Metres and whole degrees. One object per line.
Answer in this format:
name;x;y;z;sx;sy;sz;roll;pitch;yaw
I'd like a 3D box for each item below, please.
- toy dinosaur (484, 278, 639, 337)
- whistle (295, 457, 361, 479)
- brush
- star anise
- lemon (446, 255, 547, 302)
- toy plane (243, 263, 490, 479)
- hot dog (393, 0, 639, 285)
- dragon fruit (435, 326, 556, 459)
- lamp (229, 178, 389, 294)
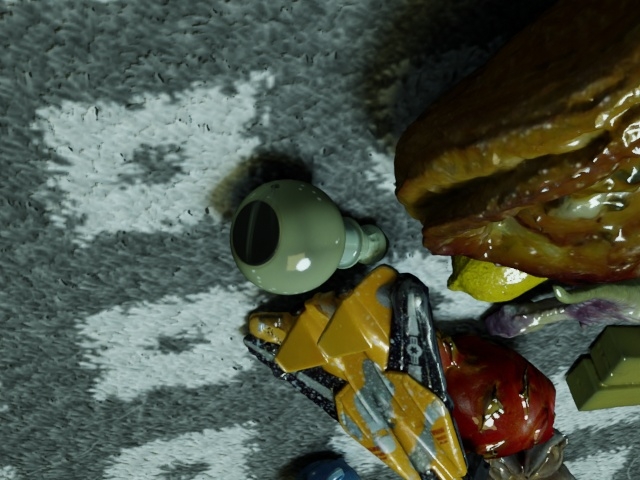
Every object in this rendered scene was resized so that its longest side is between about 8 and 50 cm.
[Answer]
toy dinosaur;0.261;0.056;1.099;0.199;0.072;0.251;-9;-179;-12
whistle;0.007;0.296;1.361;0.090;0.090;0.158;-6;144;-14
brush;0.397;0.139;1.341;0.233;0.047;0.103;0;141;-24
star anise;0.218;0.274;1.440;0.171;0.063;0.208;-18;148;8
lemon;0.157;0.012;1.046;0.110;0.082;0.082;-24;144;10
toy plane;0.087;0.162;1.098;0.204;0.103;0.316;-22;120;37
hot dog;0.227;-0.093;0.853;0.387;0.174;0.267;-38;141;26
dragon fruit;0.139;0.132;1.178;0.125;0.125;0.246;-41;130;4
lamp;0.000;0.000;0.975;0.091;0.091;0.163;-39;155;28
